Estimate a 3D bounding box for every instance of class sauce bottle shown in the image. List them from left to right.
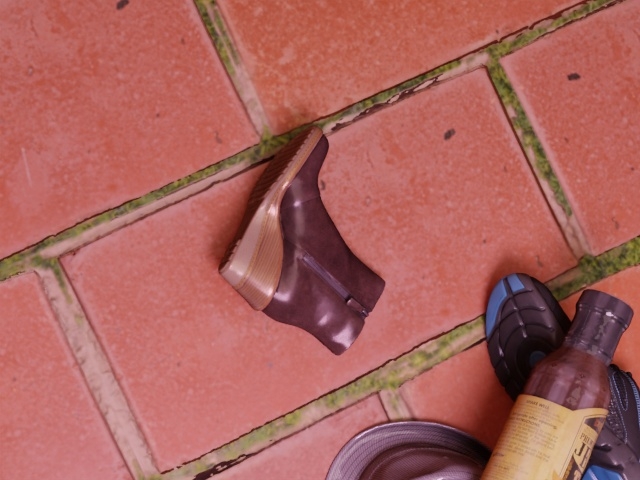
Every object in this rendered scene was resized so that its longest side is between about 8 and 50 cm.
[{"bbox_3d":[0.286,0.224,1.664,0.111,0.111,0.344,28,78,-8],"label":"sauce bottle"}]

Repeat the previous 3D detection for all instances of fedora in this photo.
[{"bbox_3d":[0.145,0.353,1.727,0.275,0.124,0.244,21,78,-10],"label":"fedora"}]

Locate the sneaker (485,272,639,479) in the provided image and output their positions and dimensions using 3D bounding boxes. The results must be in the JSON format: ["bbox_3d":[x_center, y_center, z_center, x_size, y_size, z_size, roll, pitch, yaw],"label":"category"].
[{"bbox_3d":[0.338,0.191,1.815,0.139,0.125,0.341,-25,86,-42],"label":"sneaker"}]

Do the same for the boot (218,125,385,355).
[{"bbox_3d":[0.000,0.000,1.773,0.207,0.090,0.248,33,75,-20],"label":"boot"}]
